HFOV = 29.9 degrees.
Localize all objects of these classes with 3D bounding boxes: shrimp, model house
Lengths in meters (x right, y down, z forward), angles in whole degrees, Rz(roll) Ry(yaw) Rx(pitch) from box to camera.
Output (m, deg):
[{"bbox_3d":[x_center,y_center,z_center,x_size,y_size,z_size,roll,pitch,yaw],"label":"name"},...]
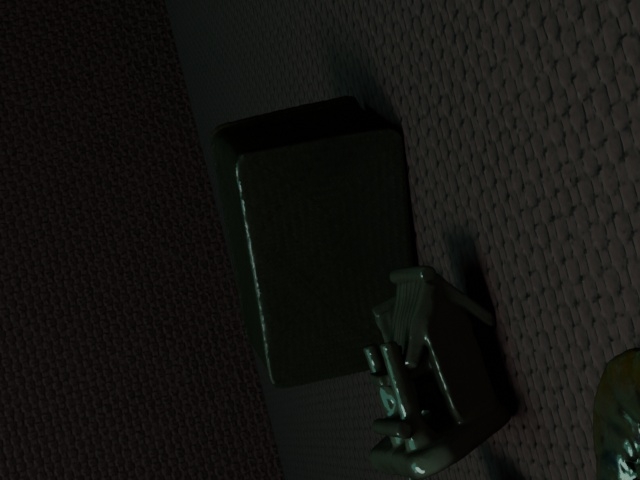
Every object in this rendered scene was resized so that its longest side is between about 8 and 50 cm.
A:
[{"bbox_3d":[0.232,0.198,0.734,0.198,0.051,0.262,-168,68,-77],"label":"shrimp"},{"bbox_3d":[0.096,0.117,1.121,0.229,0.122,0.188,139,119,-80],"label":"model house"}]

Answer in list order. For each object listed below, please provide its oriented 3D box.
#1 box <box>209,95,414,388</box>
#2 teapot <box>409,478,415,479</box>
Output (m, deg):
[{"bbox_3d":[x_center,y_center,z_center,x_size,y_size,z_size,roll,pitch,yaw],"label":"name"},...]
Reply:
[{"bbox_3d":[-0.001,-0.001,1.304,0.143,0.184,0.273,-134,33,-66],"label":"box"},{"bbox_3d":[0.159,0.303,1.104,0.145,0.092,0.226,86,165,-49],"label":"teapot"}]
